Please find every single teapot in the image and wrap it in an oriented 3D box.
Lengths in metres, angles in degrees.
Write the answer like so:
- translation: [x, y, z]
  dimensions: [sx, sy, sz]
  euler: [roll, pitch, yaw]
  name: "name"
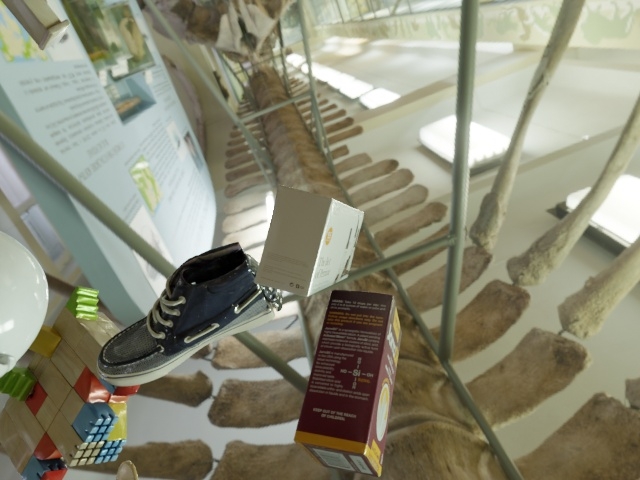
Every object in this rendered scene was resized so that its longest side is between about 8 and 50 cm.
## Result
- translation: [-0.488, 0.068, 0.594]
  dimensions: [0.256, 0.187, 0.252]
  euler: [-9, -122, 0]
  name: "teapot"

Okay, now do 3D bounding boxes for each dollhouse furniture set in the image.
- translation: [-0.477, -0.505, 0.919]
  dimensions: [0.212, 0.161, 0.242]
  euler: [3, -137, 52]
  name: "dollhouse furniture set"

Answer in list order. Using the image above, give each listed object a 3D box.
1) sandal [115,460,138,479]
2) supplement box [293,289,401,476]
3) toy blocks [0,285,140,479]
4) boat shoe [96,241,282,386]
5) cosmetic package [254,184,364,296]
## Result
- translation: [-0.423, 0.570, 0.954]
  dimensions: [0.088, 0.239, 0.079]
  euler: [-3, 167, 37]
  name: "sandal"
- translation: [0.041, 0.166, 0.580]
  dimensions: [0.081, 0.104, 0.188]
  euler: [3, -126, 19]
  name: "supplement box"
- translation: [-0.474, 0.322, 0.945]
  dimensions: [0.261, 0.191, 0.381]
  euler: [31, -90, 32]
  name: "toy blocks"
- translation: [-0.244, 0.117, 0.816]
  dimensions: [0.341, 0.158, 0.127]
  euler: [-26, -132, -6]
  name: "boat shoe"
- translation: [0.000, 0.000, 0.561]
  dimensions: [0.061, 0.098, 0.239]
  euler: [13, -177, 12]
  name: "cosmetic package"
